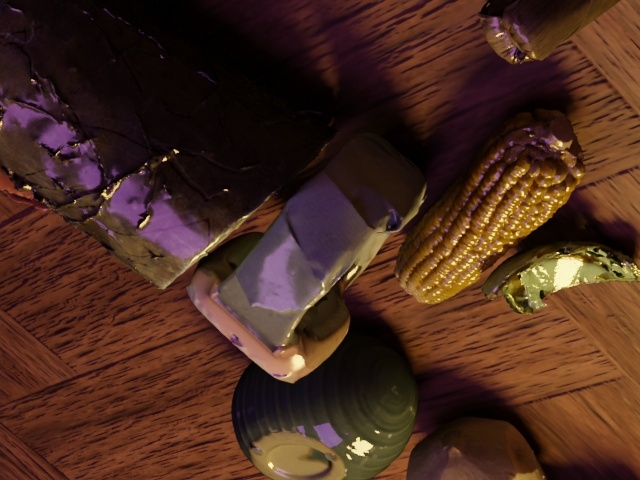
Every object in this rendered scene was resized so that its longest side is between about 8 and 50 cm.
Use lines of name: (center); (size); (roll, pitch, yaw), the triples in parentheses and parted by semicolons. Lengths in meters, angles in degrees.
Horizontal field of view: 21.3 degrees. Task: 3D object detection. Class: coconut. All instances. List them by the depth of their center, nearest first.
coconut: (0.230, 0.034, 1.688); (0.158, 0.055, 0.133); (-1, 166, -21)
coconut: (0.174, 0.283, 1.966); (0.161, 0.161, 0.162); (-6, 130, 36)

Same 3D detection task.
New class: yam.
yam: (-0.186, -0.118, 1.642); (0.348, 0.241, 0.241); (37, 143, -8)

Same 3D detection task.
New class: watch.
watch: (0.000, 0.000, 1.680); (0.162, 0.253, 0.241); (40, 109, 2)

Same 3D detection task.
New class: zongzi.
zongzi: (0.222, -0.212, 1.332); (0.176, 0.160, 0.078); (-13, 124, 43)

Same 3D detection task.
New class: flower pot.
flower pot: (0.003, 0.197, 1.964); (0.189, 0.157, 0.243); (42, 143, -22)

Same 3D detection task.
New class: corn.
corn: (0.158, -0.026, 1.656); (0.097, 0.097, 0.320); (31, 146, -6)

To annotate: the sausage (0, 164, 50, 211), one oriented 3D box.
sausage: (-0.390, -0.103, 1.911); (0.304, 0.078, 0.078); (22, 143, 3)
